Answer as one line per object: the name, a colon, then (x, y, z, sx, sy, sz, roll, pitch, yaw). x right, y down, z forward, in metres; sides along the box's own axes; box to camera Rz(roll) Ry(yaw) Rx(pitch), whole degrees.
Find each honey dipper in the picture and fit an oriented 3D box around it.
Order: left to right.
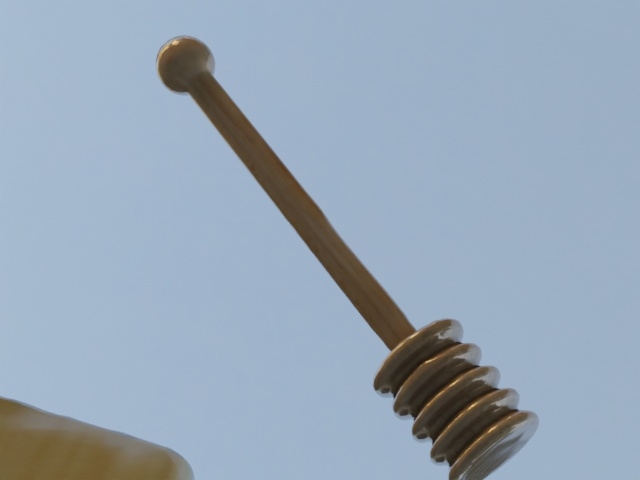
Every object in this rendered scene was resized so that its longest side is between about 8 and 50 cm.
honey dipper: (0.000, 0.000, 0.432, 0.161, 0.030, 0.030, 50, -62, 24)

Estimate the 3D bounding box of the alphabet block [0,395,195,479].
alphabet block: (-0.169, 0.171, 0.531, 0.193, 0.197, 0.192, 15, -66, 1)
